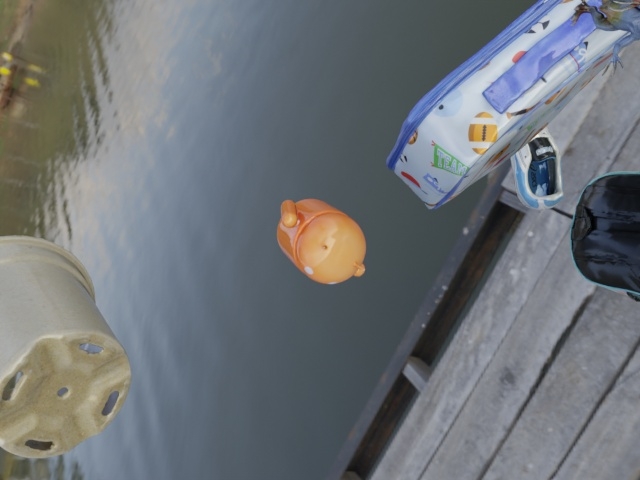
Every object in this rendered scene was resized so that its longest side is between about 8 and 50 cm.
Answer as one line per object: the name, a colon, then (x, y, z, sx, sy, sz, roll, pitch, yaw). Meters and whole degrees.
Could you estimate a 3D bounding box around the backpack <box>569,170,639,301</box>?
backpack: (0.416, -0.006, 0.710, 0.188, 0.144, 0.166, 11, 98, 57)

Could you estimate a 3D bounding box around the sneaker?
sneaker: (0.334, -0.165, 0.913, 0.086, 0.085, 0.237, 169, 83, -79)

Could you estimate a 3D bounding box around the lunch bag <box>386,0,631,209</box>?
lunch bag: (0.222, -0.176, 0.677, 0.303, 0.115, 0.243, -41, -8, -7)

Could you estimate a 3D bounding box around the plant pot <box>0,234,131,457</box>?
plant pot: (-0.495, 0.195, 0.996, 0.305, 0.334, 0.334, 24, 94, 42)

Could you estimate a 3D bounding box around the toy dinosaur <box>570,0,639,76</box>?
toy dinosaur: (0.211, -0.156, 0.385, 0.082, 0.047, 0.090, 28, 66, 30)

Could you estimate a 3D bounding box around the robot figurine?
robot figurine: (-0.002, -0.001, 1.009, 0.219, 0.128, 0.158, -143, 37, -63)
